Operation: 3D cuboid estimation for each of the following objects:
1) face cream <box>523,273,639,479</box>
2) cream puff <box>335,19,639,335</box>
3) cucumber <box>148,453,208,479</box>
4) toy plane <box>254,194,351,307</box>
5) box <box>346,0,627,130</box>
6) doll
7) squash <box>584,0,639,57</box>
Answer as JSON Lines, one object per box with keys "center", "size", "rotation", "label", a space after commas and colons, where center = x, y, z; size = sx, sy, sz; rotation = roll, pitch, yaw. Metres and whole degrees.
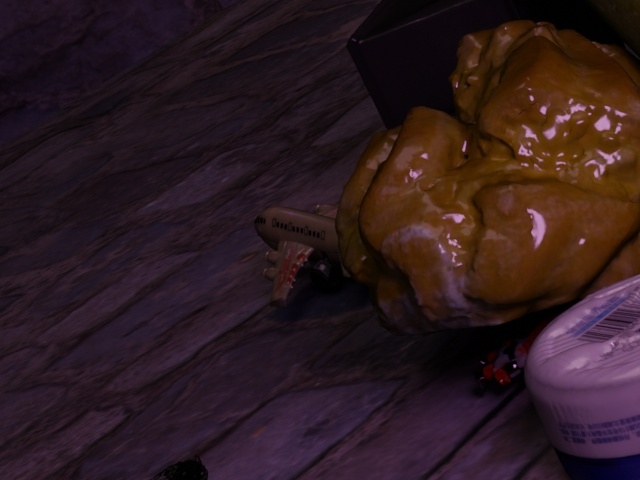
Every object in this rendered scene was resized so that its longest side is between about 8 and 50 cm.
{"center": [0.275, 0.107, 1.628], "size": [0.206, 0.111, 0.206], "rotation": [-21, 19, 8], "label": "face cream"}
{"center": [0.182, -0.067, 1.867], "size": [0.378, 0.275, 0.378], "rotation": [-15, 2, 0], "label": "cream puff"}
{"center": [-0.168, 0.263, 1.878], "size": [0.053, 0.053, 0.181], "rotation": [-5, 27, 46], "label": "cucumber"}
{"center": [0.000, 0.000, 2.286], "size": [0.229, 0.092, 0.244], "rotation": [-44, 22, -24], "label": "toy plane"}
{"center": [0.213, -0.221, 2.352], "size": [0.204, 0.251, 0.345], "rotation": [-16, 21, 26], "label": "box"}
{"center": [0.221, 0.092, 1.810], "size": [0.169, 0.057, 0.109], "rotation": [-17, 16, 21], "label": "doll"}
{"center": [0.389, -0.263, 1.849], "size": [0.263, 0.263, 0.384], "rotation": [-30, 50, -11], "label": "squash"}
